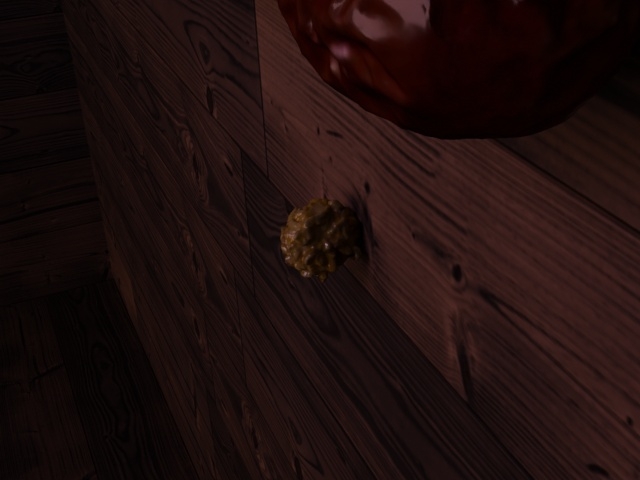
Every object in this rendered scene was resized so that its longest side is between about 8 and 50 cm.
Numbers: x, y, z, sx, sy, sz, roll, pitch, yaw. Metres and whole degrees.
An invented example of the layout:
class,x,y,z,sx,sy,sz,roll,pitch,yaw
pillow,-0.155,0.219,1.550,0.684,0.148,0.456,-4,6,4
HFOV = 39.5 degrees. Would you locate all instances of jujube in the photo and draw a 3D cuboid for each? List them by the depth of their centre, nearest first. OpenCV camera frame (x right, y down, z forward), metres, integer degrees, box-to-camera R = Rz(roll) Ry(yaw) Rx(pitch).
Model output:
class,x,y,z,sx,sy,sz,roll,pitch,yaw
jujube,0.066,-0.143,0.473,0.250,0.174,0.174,-130,30,-73

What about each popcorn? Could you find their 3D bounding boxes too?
class,x,y,z,sx,sy,sz,roll,pitch,yaw
popcorn,0.000,0.000,0.876,0.057,0.082,0.083,-3,95,58
